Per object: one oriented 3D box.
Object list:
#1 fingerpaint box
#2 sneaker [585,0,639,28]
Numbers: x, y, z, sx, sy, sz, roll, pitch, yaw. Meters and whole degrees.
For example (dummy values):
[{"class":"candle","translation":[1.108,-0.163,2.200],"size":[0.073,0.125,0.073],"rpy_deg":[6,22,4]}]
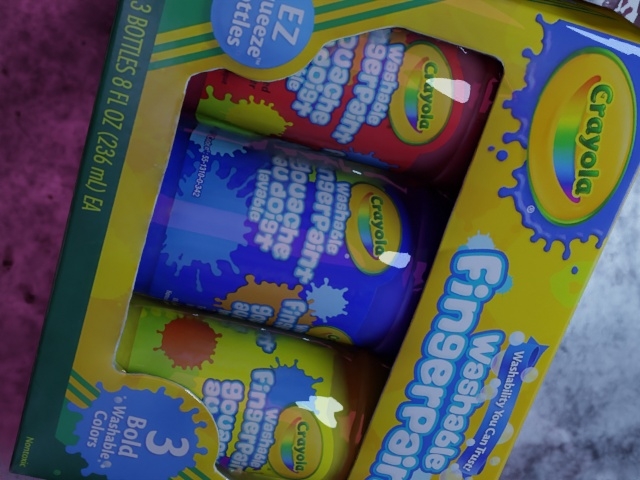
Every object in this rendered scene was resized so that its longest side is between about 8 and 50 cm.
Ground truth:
[{"class":"fingerpaint box","translation":[0.000,0.000,0.777],"size":[0.371,0.163,0.444],"rpy_deg":[15,112,-11]},{"class":"sneaker","translation":[0.292,-0.242,0.869],"size":[0.163,0.106,0.281],"rpy_deg":[17,104,-20]}]
